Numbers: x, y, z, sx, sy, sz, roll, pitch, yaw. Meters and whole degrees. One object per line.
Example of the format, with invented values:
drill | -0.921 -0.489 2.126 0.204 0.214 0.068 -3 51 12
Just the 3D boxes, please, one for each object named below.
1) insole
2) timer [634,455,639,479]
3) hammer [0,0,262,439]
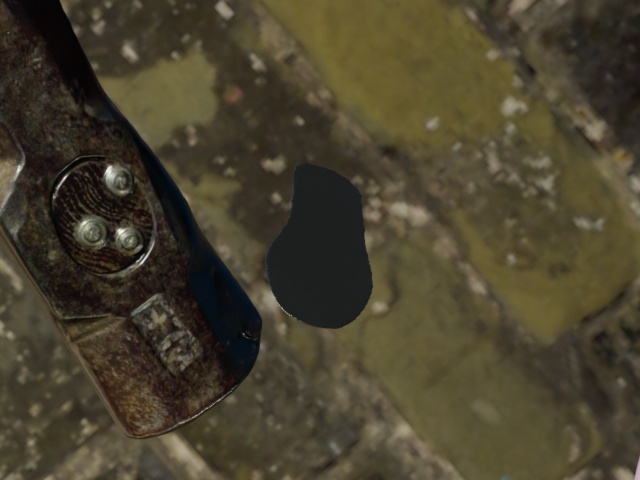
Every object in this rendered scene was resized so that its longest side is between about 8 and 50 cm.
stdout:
insole | 0.000 0.000 0.649 0.053 0.002 0.153 22 28 -11
timer | 0.286 0.160 0.884 0.190 0.209 0.069 17 -3 -29
hammer | -0.173 -0.044 0.819 0.242 0.095 0.409 57 -12 -19
